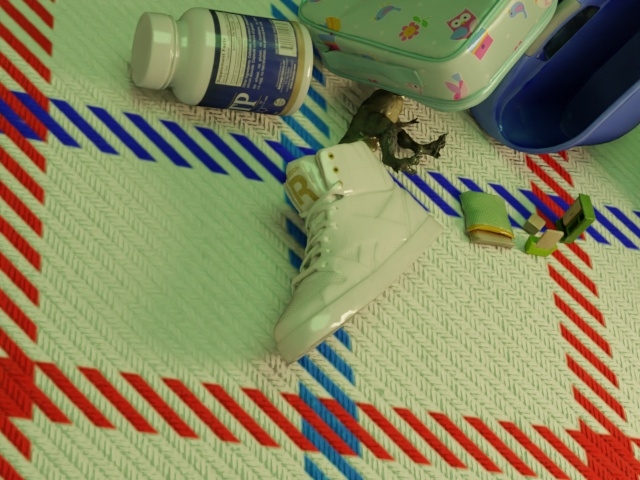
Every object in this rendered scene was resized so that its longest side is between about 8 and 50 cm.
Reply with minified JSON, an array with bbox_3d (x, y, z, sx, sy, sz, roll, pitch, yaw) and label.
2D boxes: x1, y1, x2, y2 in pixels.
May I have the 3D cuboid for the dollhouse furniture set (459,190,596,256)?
[{"bbox_3d":[0.247,-0.030,1.646,0.151,0.058,0.076,9,52,-21],"label":"dollhouse furniture set"}]

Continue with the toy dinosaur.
[{"bbox_3d":[0.077,-0.124,1.634,0.118,0.064,0.268,29,50,15],"label":"toy dinosaur"}]

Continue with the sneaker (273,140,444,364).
[{"bbox_3d":[0.000,0.000,1.455,0.169,0.108,0.292,50,40,-2],"label":"sneaker"}]

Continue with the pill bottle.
[{"bbox_3d":[-0.113,-0.204,1.564,0.186,0.112,0.112,5,54,-23],"label":"pill bottle"}]

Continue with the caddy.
[{"bbox_3d":[0.319,-0.258,1.684,0.179,0.341,0.241,-5,56,-50],"label":"caddy"}]

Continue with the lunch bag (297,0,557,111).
[{"bbox_3d":[0.119,-0.271,1.635,0.279,0.108,0.224,23,70,42],"label":"lunch bag"}]
